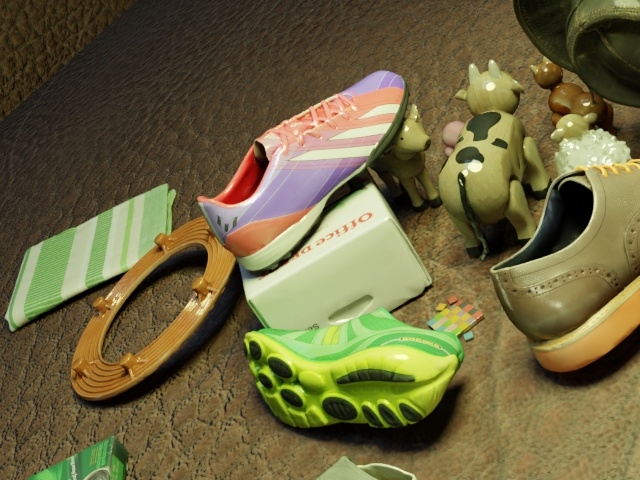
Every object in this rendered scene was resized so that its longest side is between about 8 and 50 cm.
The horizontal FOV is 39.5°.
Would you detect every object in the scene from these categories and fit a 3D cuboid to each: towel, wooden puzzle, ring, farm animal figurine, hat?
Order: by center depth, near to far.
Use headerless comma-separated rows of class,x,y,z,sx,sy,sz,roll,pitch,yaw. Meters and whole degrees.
hat,0.362,-0.218,0.936,0.331,0.331,0.133,-9,51,35
wooden puzzle,0.151,0.089,1.000,0.049,0.006,0.083,-36,29,-9
farm animal figurine,0.195,-0.121,1.111,0.330,0.172,0.326,-21,31,19
ring,-0.250,0.085,1.301,0.337,0.032,0.336,-33,28,21
towel,-0.411,0.025,1.611,0.325,0.038,0.247,-25,31,9

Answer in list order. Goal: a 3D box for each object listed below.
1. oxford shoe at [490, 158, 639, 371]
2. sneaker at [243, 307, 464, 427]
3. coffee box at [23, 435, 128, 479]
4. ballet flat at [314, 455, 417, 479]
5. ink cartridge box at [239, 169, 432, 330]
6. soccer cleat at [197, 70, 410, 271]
oxford shoe,0.315,-0.038,0.882,0.364,0.132,0.130,-43,12,-20
sneaker,0.030,0.138,0.968,0.296,0.109,0.124,-1,18,45
coffee box,-0.318,0.318,1.059,0.184,0.040,0.113,-27,29,8
ballet flat,0.076,0.236,0.780,0.068,0.072,0.213,-41,29,-28
ink cartridge box,0.000,0.000,1.166,0.201,0.117,0.278,-30,29,5
soccer cleat,-0.013,-0.110,1.077,0.318,0.116,0.109,-49,30,-15
